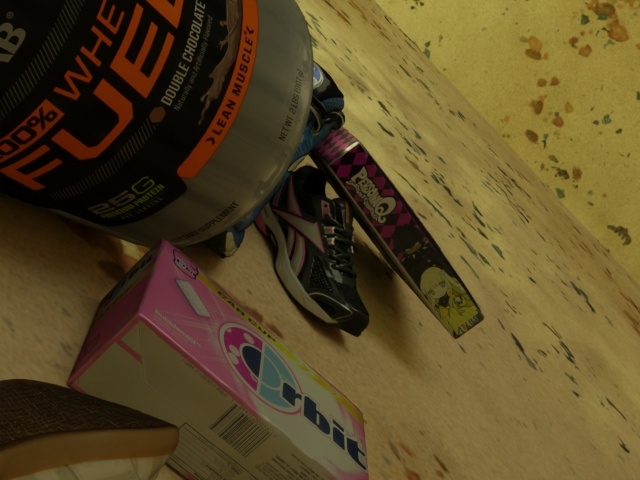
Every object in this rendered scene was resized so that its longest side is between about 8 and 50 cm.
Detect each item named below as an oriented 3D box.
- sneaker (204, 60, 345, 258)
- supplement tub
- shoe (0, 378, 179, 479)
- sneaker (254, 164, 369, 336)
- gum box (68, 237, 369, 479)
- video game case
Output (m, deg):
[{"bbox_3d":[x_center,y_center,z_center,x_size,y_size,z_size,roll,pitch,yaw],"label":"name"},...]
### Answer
[{"bbox_3d":[-0.065,-0.098,1.001,0.130,0.147,0.330,43,17,-12],"label":"sneaker"},{"bbox_3d":[-0.173,-0.133,0.702,0.338,0.207,0.207,25,27,-51],"label":"supplement tub"},{"bbox_3d":[-0.134,0.101,0.539,0.077,0.058,0.219,20,2,21],"label":"shoe"},{"bbox_3d":[0.000,0.000,1.058,0.072,0.077,0.178,24,28,-52],"label":"sneaker"},{"bbox_3d":[-0.050,0.098,0.725,0.188,0.062,0.107,42,17,-15],"label":"gum box"},{"bbox_3d":[0.057,-0.026,1.181,0.210,0.042,0.232,53,0,-19],"label":"video game case"}]
